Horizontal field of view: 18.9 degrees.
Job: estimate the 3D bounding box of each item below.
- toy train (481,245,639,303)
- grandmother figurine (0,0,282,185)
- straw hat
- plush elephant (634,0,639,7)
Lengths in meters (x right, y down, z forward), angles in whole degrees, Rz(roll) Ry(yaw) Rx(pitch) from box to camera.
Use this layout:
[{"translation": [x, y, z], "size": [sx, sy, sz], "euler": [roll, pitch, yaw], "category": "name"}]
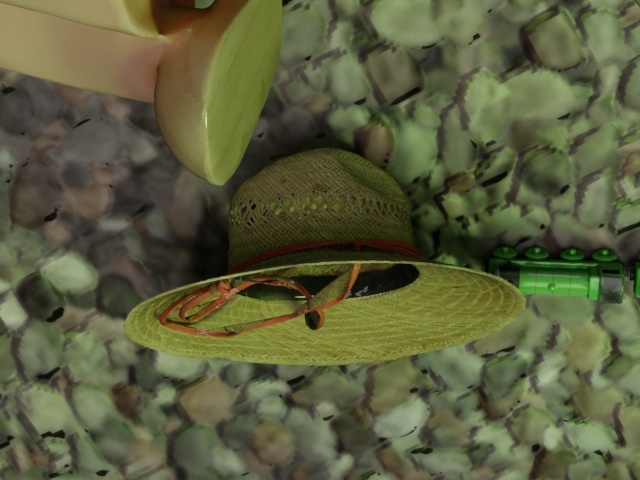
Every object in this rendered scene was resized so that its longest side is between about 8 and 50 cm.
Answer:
[{"translation": [0.102, 0.014, 0.720], "size": [0.083, 0.023, 0.017], "euler": [1, 114, 3], "category": "toy train"}, {"translation": [-0.183, -0.121, 0.608], "size": [0.342, 0.104, 0.207], "euler": [11, 110, 13], "category": "grandmother figurine"}, {"translation": [0.000, 0.000, 0.699], "size": [0.144, 0.144, 0.061], "euler": [-7, 71, 7], "category": "straw hat"}, {"translation": [0.172, -0.178, 0.495], "size": [0.255, 0.272, 0.330], "euler": [11, 143, -28], "category": "plush elephant"}]
